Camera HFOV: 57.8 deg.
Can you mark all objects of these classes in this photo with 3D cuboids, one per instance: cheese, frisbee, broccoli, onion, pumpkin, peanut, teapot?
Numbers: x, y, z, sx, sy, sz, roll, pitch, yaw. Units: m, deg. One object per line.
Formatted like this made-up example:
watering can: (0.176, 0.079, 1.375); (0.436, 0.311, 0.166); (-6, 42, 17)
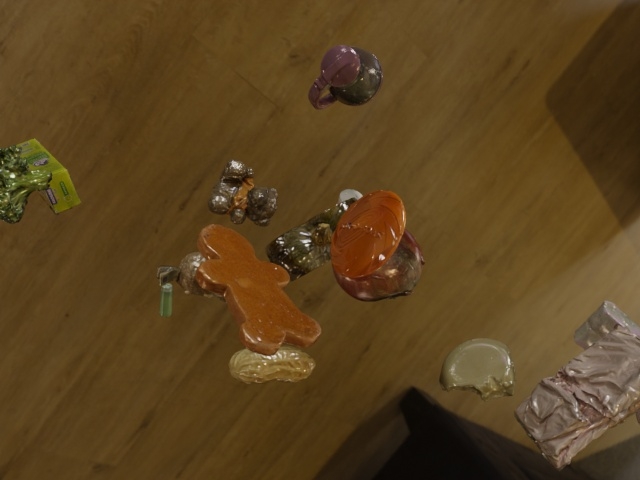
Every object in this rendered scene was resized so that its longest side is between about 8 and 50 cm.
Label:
cheese: (0.418, 0.352, 1.561); (0.203, 0.175, 0.091); (-16, 138, 17)
frisbee: (0.083, -0.018, 1.132); (0.035, 0.192, 0.192); (32, 99, -36)
broccoli: (-0.708, -0.132, 1.346); (0.160, 0.167, 0.154); (-2, 136, -14)
onion: (0.215, 0.069, 2.173); (0.354, 0.353, 0.353); (-15, 124, -23)
pumpkin: (0.000, 0.000, 1.675); (0.317, 0.222, 0.139); (-27, 87, -3)
peanut: (-0.108, 0.276, 1.288); (0.194, 0.083, 0.093); (-3, 165, 4)
teapot: (0.041, -0.333, 1.159); (0.146, 0.148, 0.116); (-10, 93, -71)

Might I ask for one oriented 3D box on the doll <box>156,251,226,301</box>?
doll: (-0.282, 0.081, 1.387); (0.221, 0.105, 0.115); (15, 124, -27)

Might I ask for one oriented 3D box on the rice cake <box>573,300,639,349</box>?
rice cake: (0.609, 0.248, 1.058); (0.050, 0.298, 0.106); (-20, 146, -40)

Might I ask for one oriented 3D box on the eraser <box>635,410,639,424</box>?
eraser: (0.764, 0.309, 1.299); (0.204, 0.243, 0.059); (13, 143, -13)

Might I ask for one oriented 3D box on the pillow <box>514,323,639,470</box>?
pillow: (0.438, 0.249, 0.949); (0.248, 0.135, 0.049); (-42, 123, 10)

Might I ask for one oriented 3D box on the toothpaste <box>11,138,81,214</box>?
toothpaste: (-0.783, -0.189, 1.646); (0.077, 0.327, 0.110); (-28, 129, -27)

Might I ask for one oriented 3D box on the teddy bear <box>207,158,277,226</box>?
teddy bear: (-0.214, -0.117, 1.637); (0.190, 0.140, 0.177); (20, 66, -13)

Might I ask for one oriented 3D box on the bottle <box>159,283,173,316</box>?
bottle: (-0.383, 0.148, 1.439); (0.030, 0.030, 0.083); (-4, 116, -29)

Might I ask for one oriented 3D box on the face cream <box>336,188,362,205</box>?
face cream: (0.095, -0.092, 2.266); (0.096, 0.095, 0.214); (-11, 143, -26)

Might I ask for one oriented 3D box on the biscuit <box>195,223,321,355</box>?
biscuit: (-0.134, 0.085, 1.077); (0.205, 0.324, 0.049); (1, 132, -48)
